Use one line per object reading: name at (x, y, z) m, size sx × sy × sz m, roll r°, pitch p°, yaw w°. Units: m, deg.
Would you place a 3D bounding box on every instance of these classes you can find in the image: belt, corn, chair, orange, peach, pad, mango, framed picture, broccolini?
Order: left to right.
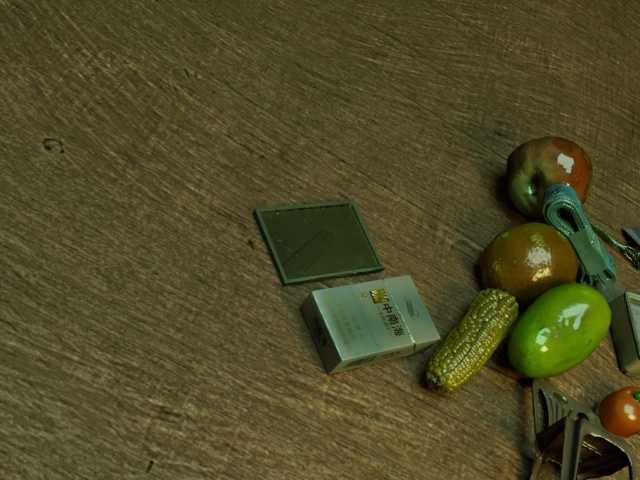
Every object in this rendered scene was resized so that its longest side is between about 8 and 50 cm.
framed picture at (0.000, 0.000, 1.668) m, size 0.250 × 0.016 × 0.184 m, roll -8°, pitch 61°, yaw -33°
corn at (0.312, 0.205, 1.631) m, size 0.102 × 0.102 × 0.313 m, roll 41°, pitch 49°, yaw 4°
orange at (0.477, 0.047, 1.799) m, size 0.237 × 0.158 × 0.179 m, roll -8°, pitch 63°, yaw -33°
peach at (0.566, -0.156, 1.982) m, size 0.214 × 0.214 × 0.235 m, roll 52°, pitch 30°, yaw 14°
mango at (0.494, 0.197, 1.687) m, size 0.273 × 0.185 × 0.149 m, roll -33°, pitch 53°, yaw -24°
belt at (0.610, -0.003, 1.888) m, size 0.302 × 0.087 × 0.072 m, roll 53°, pitch 27°, yaw -26°
chair at (0.499, 0.389, 1.542) m, size 0.175 × 0.183 × 0.326 m, roll 29°, pitch 48°, yaw -8°
pad at (0.670, 0.086, 1.984) m, size 0.176 × 0.002 × 0.266 m, roll -8°, pitch 61°, yaw -34°
broccolini at (0.754, 0.002, 2.080) m, size 0.218 × 0.042 × 0.044 m, roll 32°, pitch 48°, yaw 4°

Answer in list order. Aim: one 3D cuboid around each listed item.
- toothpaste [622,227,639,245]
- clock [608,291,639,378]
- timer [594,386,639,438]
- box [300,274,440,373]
toothpaste at (0.989, 0.028, 2.161) m, size 0.371 × 0.080 × 0.125 m, roll 7°, pitch 32°, yaw -20°
clock at (0.767, 0.228, 1.883) m, size 0.147 × 0.071 × 0.192 m, roll 17°, pitch 51°, yaw -19°
timer at (0.654, 0.356, 1.695) m, size 0.136 × 0.136 × 0.099 m, roll -22°, pitch 64°, yaw -38°
box at (0.099, 0.160, 1.568) m, size 0.243 × 0.067 × 0.155 m, roll -9°, pitch 63°, yaw -33°
